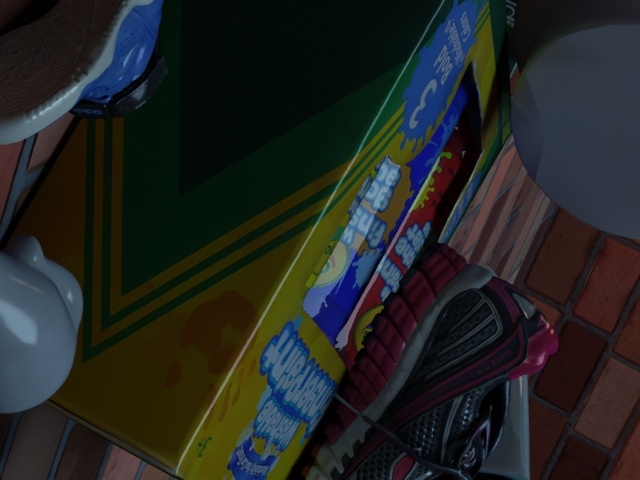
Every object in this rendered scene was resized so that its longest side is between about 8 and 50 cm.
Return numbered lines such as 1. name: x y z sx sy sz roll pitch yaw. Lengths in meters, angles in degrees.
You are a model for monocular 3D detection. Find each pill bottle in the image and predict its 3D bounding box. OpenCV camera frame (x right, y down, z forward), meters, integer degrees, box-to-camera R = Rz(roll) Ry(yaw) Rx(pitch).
1. pill bottle: 0.276 -0.185 1.371 0.407 0.229 0.229 -60 170 -48

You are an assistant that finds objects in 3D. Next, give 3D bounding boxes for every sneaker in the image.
1. sneaker: 0.057 0.149 1.277 0.121 0.112 0.299 -44 161 -57
2. sneaker: -0.123 -0.080 0.931 0.084 0.058 0.152 90 22 -47

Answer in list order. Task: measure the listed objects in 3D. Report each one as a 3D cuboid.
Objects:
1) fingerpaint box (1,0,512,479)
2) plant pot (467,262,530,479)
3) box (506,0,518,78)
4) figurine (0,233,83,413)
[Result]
1. fingerpaint box: -0.023 -0.014 1.235 0.371 0.163 0.445 -60 168 -9
2. plant pot: 0.092 0.155 1.918 0.247 0.248 0.252 93 6 -62
3. box: 0.156 -0.199 1.679 0.232 0.058 0.322 -107 -139 -84
4. figurine: -0.203 0.057 0.853 0.215 0.092 0.209 -58 163 -22
